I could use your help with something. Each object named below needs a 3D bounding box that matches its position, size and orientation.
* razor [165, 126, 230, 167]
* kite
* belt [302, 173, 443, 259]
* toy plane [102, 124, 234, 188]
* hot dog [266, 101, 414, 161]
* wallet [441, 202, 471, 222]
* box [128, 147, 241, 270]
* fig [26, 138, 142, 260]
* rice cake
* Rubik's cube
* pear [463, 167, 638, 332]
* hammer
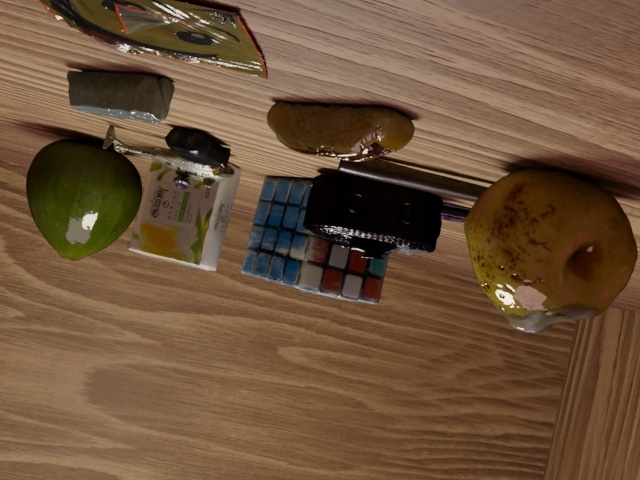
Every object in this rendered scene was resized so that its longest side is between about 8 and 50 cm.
[{"bbox_3d":[-0.247,-0.185,1.885,0.090,0.054,0.148,16,177,21],"label":"razor"},{"bbox_3d":[-0.190,-0.251,1.090,0.378,0.013,0.328,17,174,-39],"label":"kite"},{"bbox_3d":[0.110,-0.041,1.978,0.289,0.164,0.184,10,171,1],"label":"belt"},{"bbox_3d":[-0.328,-0.181,2.037,0.287,0.092,0.108,13,155,-6],"label":"toy plane"},{"bbox_3d":[0.023,-0.153,1.339,0.243,0.073,0.084,10,180,39],"label":"hot dog"},{"bbox_3d":[0.326,-0.051,2.071,0.166,0.030,0.111,12,175,9],"label":"wallet"},{"bbox_3d":[-0.322,-0.073,2.223,0.195,0.260,0.111,11,176,18],"label":"box"},{"bbox_3d":[-0.611,-0.100,2.391,0.316,0.316,0.316,13,176,1],"label":"fig"},{"bbox_3d":[-0.314,-0.225,1.453,0.207,0.069,0.063,8,174,36],"label":"rice cake"},{"bbox_3d":[-0.001,0.001,2.245,0.253,0.256,0.259,16,175,-39],"label":"Rubik's cube"},{"bbox_3d":[0.352,0.005,1.461,0.271,0.271,0.271,13,176,1],"label":"pear"},{"bbox_3d":[0.249,-0.094,1.652,0.440,0.044,0.168,14,175,0],"label":"hammer"}]
